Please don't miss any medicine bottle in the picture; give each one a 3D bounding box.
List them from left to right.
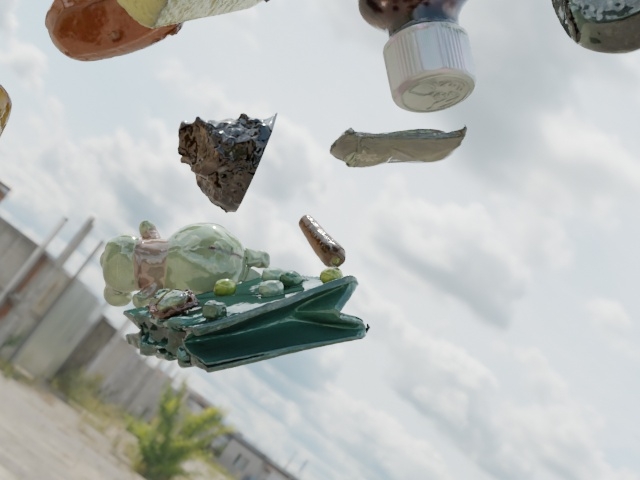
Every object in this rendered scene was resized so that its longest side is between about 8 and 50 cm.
[{"bbox_3d":[0.197,-0.458,2.135,0.242,0.242,0.395,61,16,-63],"label":"medicine bottle"}]

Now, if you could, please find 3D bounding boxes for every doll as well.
[{"bbox_3d":[-0.220,0.039,1.667,0.274,0.155,0.113,-3,-33,10],"label":"doll"}]

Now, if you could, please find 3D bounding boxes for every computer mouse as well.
[{"bbox_3d":[0.418,-0.406,1.564,0.203,0.374,0.114,-10,-32,22],"label":"computer mouse"}]

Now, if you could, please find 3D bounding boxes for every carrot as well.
[{"bbox_3d":[0.000,0.000,2.323,0.161,0.055,0.055,50,0,43],"label":"carrot"}]

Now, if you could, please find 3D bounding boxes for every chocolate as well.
[{"bbox_3d":[-0.216,-0.180,2.232,0.177,0.224,0.206,22,31,-7],"label":"chocolate"}]

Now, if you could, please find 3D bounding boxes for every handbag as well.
[{"bbox_3d":[-0.102,0.093,1.477,0.268,0.274,0.100,6,-77,61],"label":"handbag"}]

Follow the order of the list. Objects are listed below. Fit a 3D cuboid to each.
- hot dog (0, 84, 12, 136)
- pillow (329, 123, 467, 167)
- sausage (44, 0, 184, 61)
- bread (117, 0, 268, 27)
[{"bbox_3d":[-0.554,-0.148,1.627,0.135,0.100,0.337,58,-45,17],"label":"hot dog"},{"bbox_3d":[0.144,-0.174,2.045,0.254,0.059,0.169,-3,-12,-11],"label":"pillow"},{"bbox_3d":[-0.365,-0.404,1.926,0.267,0.141,0.153,-13,-60,18],"label":"sausage"},{"bbox_3d":[-0.148,-0.463,1.442,0.345,0.405,0.242,-38,-89,38],"label":"bread"}]
